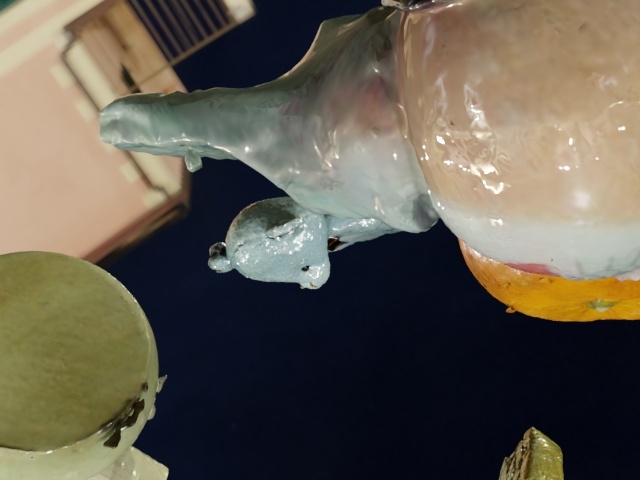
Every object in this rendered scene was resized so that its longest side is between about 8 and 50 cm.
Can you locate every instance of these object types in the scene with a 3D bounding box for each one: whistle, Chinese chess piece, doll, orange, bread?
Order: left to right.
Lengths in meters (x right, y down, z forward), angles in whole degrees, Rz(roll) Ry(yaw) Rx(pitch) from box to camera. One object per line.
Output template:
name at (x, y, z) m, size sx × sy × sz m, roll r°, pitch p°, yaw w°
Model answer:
Chinese chess piece at (-0.260, 0.121, 1.142) m, size 0.237 × 0.092 × 0.238 m, roll 6°, pitch -128°, yaw -7°
doll at (0.000, 0.005, 1.062) m, size 0.120 × 0.179 × 0.075 m, roll -27°, pitch -112°, yaw 49°
whistle at (0.057, -0.056, 0.605) m, size 0.348 × 0.189 × 0.189 m, roll -8°, pitch -143°, yaw 22°
bread at (0.257, 0.310, 1.558) m, size 0.156 × 0.064 × 0.117 m, roll -80°, pitch -171°, yaw -58°
orange at (0.281, -0.034, 1.287) m, size 0.284 × 0.284 × 0.226 m, roll -12°, pitch -105°, yaw 31°

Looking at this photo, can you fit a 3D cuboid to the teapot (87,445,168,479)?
teapot at (-0.255, 0.215, 1.307) m, size 0.107 × 0.200 × 0.077 m, roll -42°, pitch -159°, yaw 38°
